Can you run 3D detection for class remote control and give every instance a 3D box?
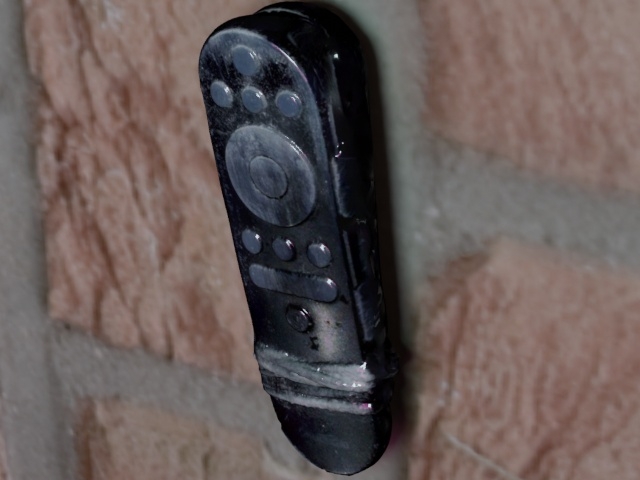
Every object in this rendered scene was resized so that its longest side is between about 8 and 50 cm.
[{"bbox_3d":[0.000,0.000,1.035,0.090,0.066,0.266,16,127,40],"label":"remote control"}]
